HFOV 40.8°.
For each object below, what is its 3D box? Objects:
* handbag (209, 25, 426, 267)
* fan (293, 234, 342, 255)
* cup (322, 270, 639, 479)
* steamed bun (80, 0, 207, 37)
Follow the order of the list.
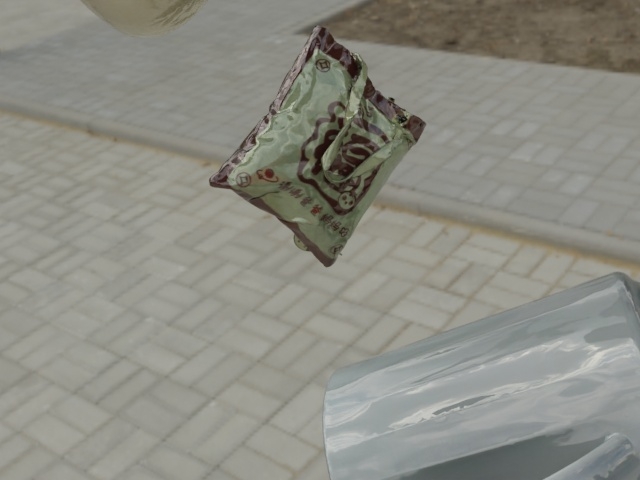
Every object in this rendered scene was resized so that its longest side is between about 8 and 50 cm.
[{"bbox_3d":[0.002,-0.109,1.067,0.235,0.213,0.127,-57,30,-7],"label":"handbag"},{"bbox_3d":[-0.002,-0.009,1.348,0.080,0.060,0.003,7,20,4],"label":"fan"},{"bbox_3d":[0.183,0.187,0.769,0.326,0.237,0.323,-21,2,20],"label":"cup"},{"bbox_3d":[-0.161,-0.285,0.787,0.130,0.177,0.228,-16,-2,13],"label":"steamed bun"}]
